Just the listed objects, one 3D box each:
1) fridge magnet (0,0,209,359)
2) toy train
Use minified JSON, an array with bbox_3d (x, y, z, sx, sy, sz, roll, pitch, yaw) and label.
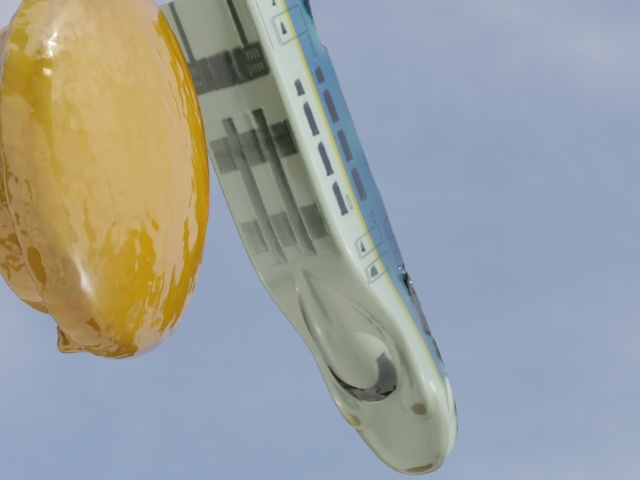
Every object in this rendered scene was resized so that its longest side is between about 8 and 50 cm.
[{"bbox_3d":[-0.079,-0.028,0.660,0.063,0.143,0.143,-7,-45,20],"label":"fridge magnet"},{"bbox_3d":[0.000,0.000,0.779,0.052,0.051,0.233,-13,-77,30],"label":"toy train"}]
